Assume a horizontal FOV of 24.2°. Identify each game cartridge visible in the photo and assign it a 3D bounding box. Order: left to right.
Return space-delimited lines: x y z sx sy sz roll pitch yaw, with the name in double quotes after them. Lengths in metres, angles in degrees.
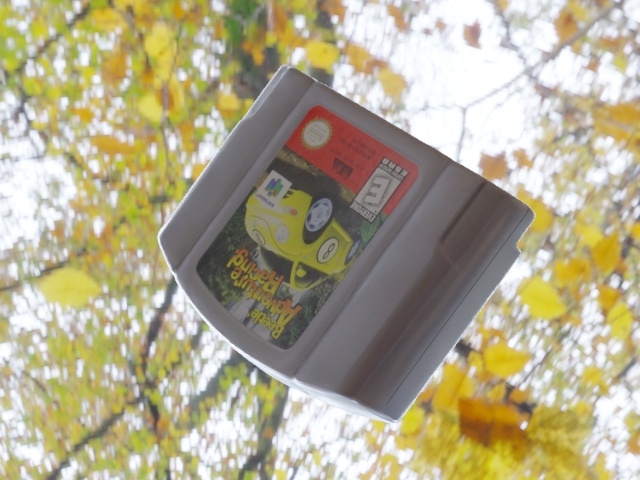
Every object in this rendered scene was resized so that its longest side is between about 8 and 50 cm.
0.000 0.000 1.067 0.196 0.060 0.294 -57 -139 2 "game cartridge"
